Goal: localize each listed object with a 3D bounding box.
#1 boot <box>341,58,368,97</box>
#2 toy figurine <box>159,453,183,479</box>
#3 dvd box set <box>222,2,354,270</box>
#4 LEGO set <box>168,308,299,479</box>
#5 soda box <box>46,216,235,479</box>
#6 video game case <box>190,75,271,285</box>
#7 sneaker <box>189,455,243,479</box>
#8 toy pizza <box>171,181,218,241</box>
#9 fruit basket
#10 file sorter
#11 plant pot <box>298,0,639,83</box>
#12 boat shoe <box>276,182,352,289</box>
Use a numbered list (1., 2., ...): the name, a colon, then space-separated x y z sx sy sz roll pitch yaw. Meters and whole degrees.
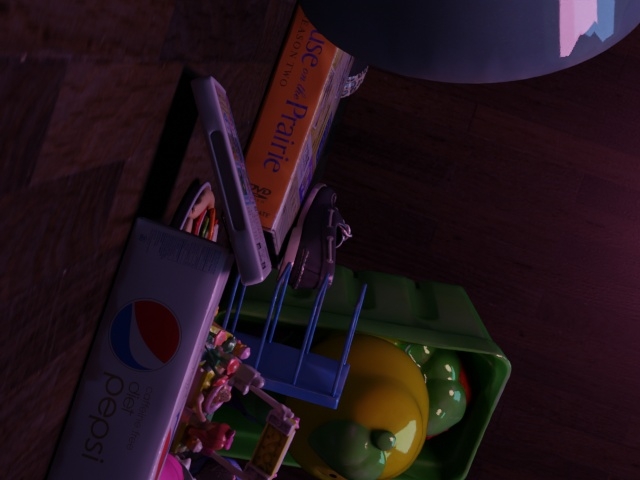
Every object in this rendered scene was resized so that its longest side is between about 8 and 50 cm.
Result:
1. boot: 0.059 -0.308 2.280 0.236 0.085 0.179 -60 173 -46
2. toy figurine: -0.159 0.220 1.318 0.173 0.130 0.159 -38 141 -39
3. dvd box set: -0.005 -0.189 1.926 0.307 0.062 0.420 91 18 -83
4. LEGO set: -0.084 0.129 1.385 0.132 0.107 0.287 -43 158 -34
5. soda box: -0.125 0.097 1.204 0.074 0.069 0.216 63 46 -87
6. video game case: -0.062 -0.042 1.246 0.157 0.019 0.143 -73 149 -88
7. sneaker: -0.152 0.313 2.080 0.330 0.129 0.147 117 -17 -60
8. toy pizza: -0.118 0.049 1.455 0.201 0.032 0.201 19 90 -88
9. fruit basket: 0.031 0.194 2.068 0.392 0.392 0.283 -69 177 -51
10. file sorter: -0.047 0.078 1.709 0.118 0.170 0.104 -64 170 -75
11. plant pot: 0.117 -0.300 1.324 0.235 0.293 0.293 85 18 -44
12. boat shoe: 0.000 0.000 2.001 0.206 0.065 0.075 -68 176 -63
